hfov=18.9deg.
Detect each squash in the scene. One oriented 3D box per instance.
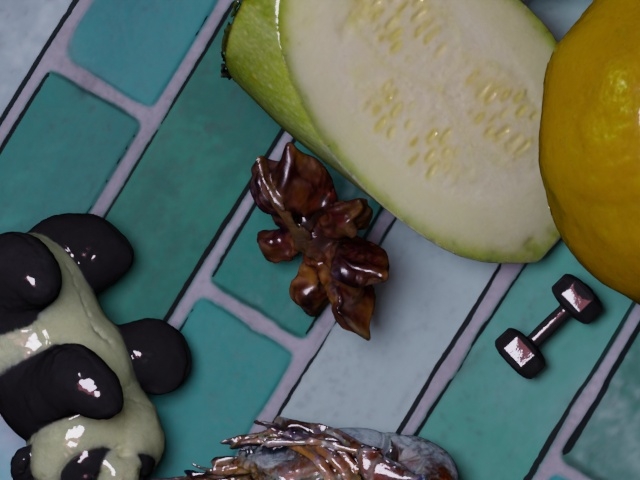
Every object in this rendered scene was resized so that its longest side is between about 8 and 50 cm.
[{"bbox_3d":[0.079,-0.113,1.385,0.260,0.189,0.189,38,91,15],"label":"squash"}]

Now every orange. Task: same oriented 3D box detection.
[{"bbox_3d":[0.282,-0.074,1.320,0.279,0.235,0.279,-2,97,-15],"label":"orange"}]

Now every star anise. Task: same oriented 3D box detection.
[{"bbox_3d":[0.000,0.000,1.413,0.057,0.168,0.168,-36,79,-21],"label":"star anise"}]

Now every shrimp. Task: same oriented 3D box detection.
[{"bbox_3d":[-0.013,0.178,1.427,0.233,0.079,0.090,-3,121,11],"label":"shrimp"}]

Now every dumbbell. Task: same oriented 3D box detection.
[{"bbox_3d":[0.170,0.063,1.428,0.083,0.036,0.040,-44,79,2],"label":"dumbbell"}]

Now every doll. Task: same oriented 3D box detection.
[{"bbox_3d":[-0.190,0.089,1.438,0.135,0.143,0.234,-38,80,28],"label":"doll"}]
